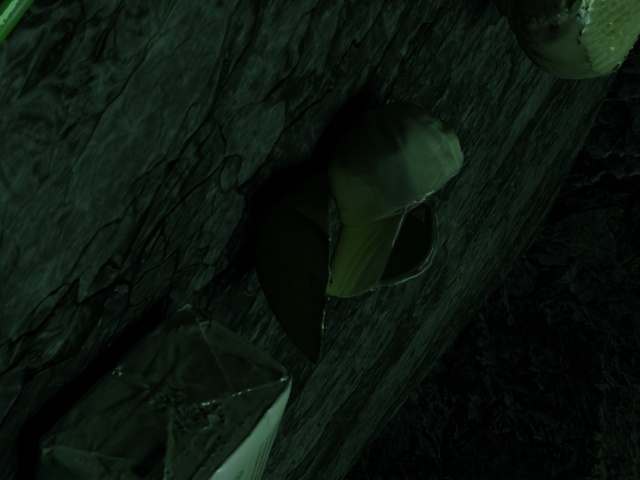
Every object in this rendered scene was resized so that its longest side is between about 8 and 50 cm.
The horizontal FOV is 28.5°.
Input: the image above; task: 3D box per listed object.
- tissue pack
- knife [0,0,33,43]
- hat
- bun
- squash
[{"bbox_3d":[-0.194,0.285,1.465,0.266,0.194,0.356,-46,163,-39],"label":"tissue pack"},{"bbox_3d":[-0.205,-0.169,0.846,0.212,0.015,0.054,-55,165,-7],"label":"knife"},{"bbox_3d":[0.071,-0.053,1.660,0.275,0.161,0.232,-64,-170,6],"label":"hat"},{"bbox_3d":[0.377,-0.414,1.844,0.360,0.211,0.359,-44,149,-35],"label":"bun"},{"bbox_3d":[0.000,0.000,1.592,0.155,0.204,0.237,-25,143,-31],"label":"squash"}]
